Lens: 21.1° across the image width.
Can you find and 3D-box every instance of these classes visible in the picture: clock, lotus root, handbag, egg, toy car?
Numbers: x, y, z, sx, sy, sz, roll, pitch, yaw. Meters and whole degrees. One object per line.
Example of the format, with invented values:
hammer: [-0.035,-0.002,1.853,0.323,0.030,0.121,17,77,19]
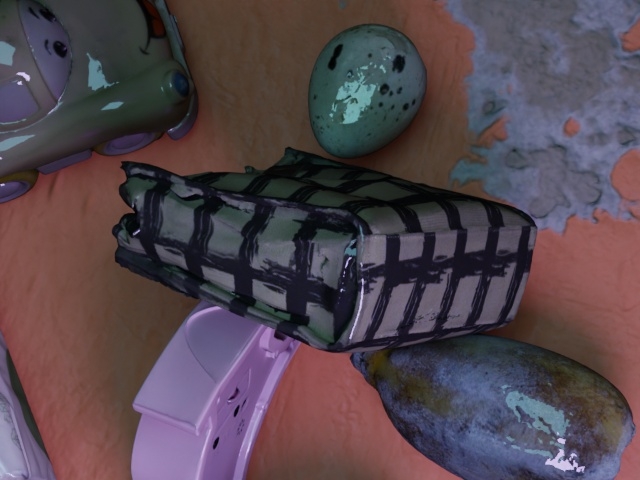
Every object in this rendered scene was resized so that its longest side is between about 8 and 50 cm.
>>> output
clock: [-0.104,0.175,1.821,0.080,0.275,0.290,19,43,15]
lotus root: [0.165,0.175,1.783,0.322,0.140,0.158,19,121,19]
handbag: [0.000,0.000,1.729,0.327,0.325,0.163,20,103,34]
egg: [0.049,-0.163,1.894,0.131,0.131,0.164,13,56,11]
toy car: [-0.331,-0.199,1.916,0.336,0.226,0.242,-21,74,4]

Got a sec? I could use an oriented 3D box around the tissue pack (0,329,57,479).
tissue pack: [-0.476,0.155,1.864,0.266,0.194,0.356,-25,74,0]
